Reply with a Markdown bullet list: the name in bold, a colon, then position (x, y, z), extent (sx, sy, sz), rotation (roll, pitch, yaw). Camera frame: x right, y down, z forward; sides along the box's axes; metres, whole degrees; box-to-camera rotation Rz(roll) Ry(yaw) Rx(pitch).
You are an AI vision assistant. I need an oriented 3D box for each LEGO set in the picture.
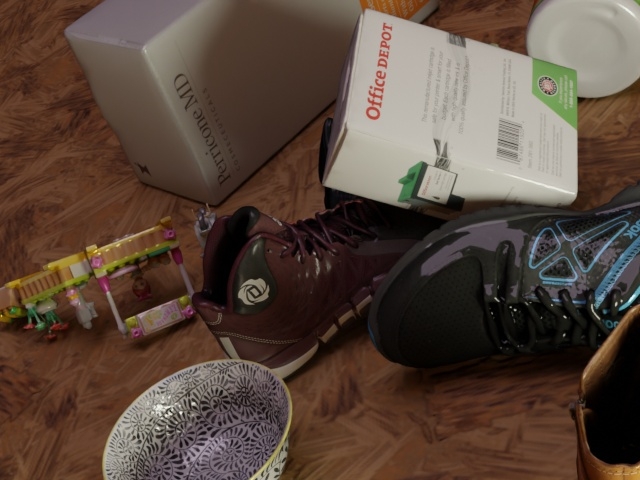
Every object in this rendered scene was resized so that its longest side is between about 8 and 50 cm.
- **LEGO set**: position (-0.229, 0.061, 1.270), extent (0.287, 0.107, 0.132), rotation (-22, 1, 8)

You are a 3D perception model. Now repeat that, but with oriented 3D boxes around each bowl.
- **bowl**: position (-0.092, 0.188, 1.015), extent (0.170, 0.080, 0.170), rotation (-14, 37, 11)

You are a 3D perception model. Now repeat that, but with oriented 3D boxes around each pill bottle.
- **pill bottle**: position (0.318, -0.284, 1.360), extent (0.136, 0.136, 0.245), rotation (-4, 39, 24)

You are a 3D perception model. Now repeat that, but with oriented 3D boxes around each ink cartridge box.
- **ink cartridge box**: position (0.122, -0.106, 1.110), extent (0.219, 0.092, 0.160), rotation (15, 53, -7)

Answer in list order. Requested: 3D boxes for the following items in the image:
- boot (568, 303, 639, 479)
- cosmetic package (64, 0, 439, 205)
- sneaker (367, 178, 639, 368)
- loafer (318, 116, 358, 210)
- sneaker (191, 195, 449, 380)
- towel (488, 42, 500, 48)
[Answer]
- **boot**: position (0.222, 0.121, 0.815), extent (0.109, 0.220, 0.283), rotation (-2, 40, 26)
- **cosmetic package**: position (-0.067, -0.277, 1.477), extent (0.161, 0.230, 0.453), rotation (19, 53, 42)
- **sneaker**: position (0.206, 0.038, 1.007), extent (0.341, 0.125, 0.139), rotation (-19, 31, 4)
- **loafer**: position (0.032, -0.081, 1.327), extent (0.061, 0.062, 0.170), rotation (0, 39, -7)
- **sneaker**: position (0.000, 0.000, 1.102), extent (0.281, 0.162, 0.106), rotation (-42, 41, -8)
- **towel**: position (0.133, -0.172, 1.361), extent (0.148, 0.027, 0.110), rotation (-34, 0, -13)
